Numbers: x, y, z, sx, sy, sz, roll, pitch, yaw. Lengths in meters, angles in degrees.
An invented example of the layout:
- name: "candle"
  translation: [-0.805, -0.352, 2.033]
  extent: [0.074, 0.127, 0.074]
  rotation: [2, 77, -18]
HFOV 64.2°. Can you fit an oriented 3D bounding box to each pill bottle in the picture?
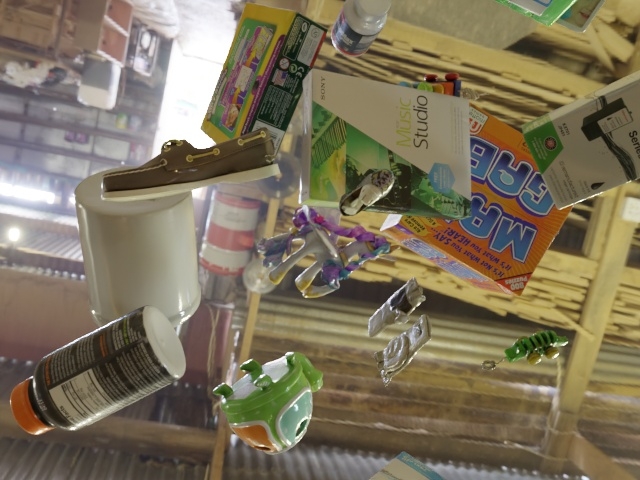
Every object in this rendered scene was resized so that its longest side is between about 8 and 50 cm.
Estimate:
- name: "pill bottle"
  translation: [0.098, -0.528, 1.217]
  extent: [0.107, 0.108, 0.180]
  rotation: [11, 171, -12]
- name: "pill bottle"
  translation: [-0.352, 0.212, 0.806]
  extent: [0.245, 0.131, 0.130]
  rotation: [-26, -170, -1]

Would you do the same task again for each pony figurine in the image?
- name: "pony figurine"
  translation: [0.000, 0.000, 1.461]
  extent: [0.351, 0.363, 0.303]
  rotation: [49, -151, -26]

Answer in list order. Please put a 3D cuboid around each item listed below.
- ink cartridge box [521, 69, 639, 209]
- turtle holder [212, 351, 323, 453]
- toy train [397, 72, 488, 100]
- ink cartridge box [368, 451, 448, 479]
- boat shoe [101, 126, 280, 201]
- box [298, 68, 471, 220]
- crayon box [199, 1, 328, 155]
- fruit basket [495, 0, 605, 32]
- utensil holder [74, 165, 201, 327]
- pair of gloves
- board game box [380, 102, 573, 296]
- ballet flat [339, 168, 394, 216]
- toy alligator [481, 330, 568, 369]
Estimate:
- name: "ink cartridge box"
  translation: [0.468, -0.167, 0.851]
  extent: [0.208, 0.153, 0.087]
  rotation: [-25, -169, 27]
- name: "turtle holder"
  translation: [-0.135, 0.458, 1.471]
  extent: [0.243, 0.228, 0.320]
  rotation: [-23, -175, 12]
- name: "toy train"
  translation: [0.347, -0.437, 1.490]
  extent: [0.143, 0.105, 0.248]
  rotation: [-8, -163, -30]
- name: "ink cartridge box"
  translation: [0.169, 0.598, 1.030]
  extent: [0.197, 0.198, 0.270]
  rotation: [27, -174, 27]
- name: "boat shoe"
  translation: [-0.233, -0.137, 0.923]
  extent: [0.324, 0.097, 0.116]
  rotation: [-14, -171, -23]
- name: "box"
  translation: [0.123, -0.165, 0.918]
  extent: [0.321, 0.233, 0.058]
  rotation: [4, 171, -18]
- name: "crayon box"
  translation: [-0.161, -0.396, 1.295]
  extent: [0.106, 0.363, 0.313]
  rotation: [15, -163, -35]
- name: "fruit basket"
  translation: [0.419, -0.579, 0.891]
  extent: [0.326, 0.166, 0.353]
  rotation: [29, 150, 4]
- name: "utensil holder"
  translation: [-0.518, 0.021, 1.466]
  extent: [0.327, 0.386, 0.328]
  rotation: [4, -149, -2]
- name: "pair of gloves"
  translation: [0.200, 0.219, 1.275]
  extent: [0.042, 0.204, 0.240]
  rotation: [29, -152, -18]
- name: "board game box"
  translation: [0.426, -0.097, 1.426]
  extent: [0.356, 0.357, 0.356]
  rotation: [31, 178, 1]
- name: "ballet flat"
  translation: [0.063, -0.061, 0.724]
  extent: [0.041, 0.041, 0.114]
  rotation: [8, 157, -29]
- name: "toy alligator"
  translation: [0.425, 0.223, 1.057]
  extent: [0.189, 0.051, 0.056]
  rotation: [-17, -140, -2]
